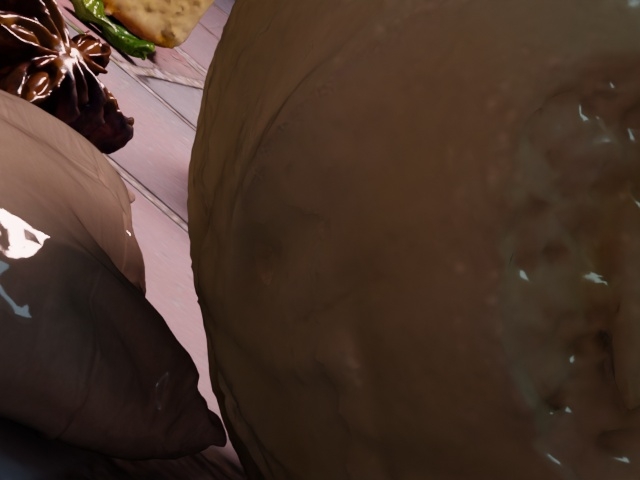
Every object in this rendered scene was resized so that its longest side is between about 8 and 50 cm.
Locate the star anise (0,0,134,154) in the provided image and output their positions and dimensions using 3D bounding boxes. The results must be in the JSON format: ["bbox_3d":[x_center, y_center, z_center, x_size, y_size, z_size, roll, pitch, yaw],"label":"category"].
[{"bbox_3d":[-0.156,-0.098,1.057,0.190,0.070,0.097,27,42,-58],"label":"star anise"}]

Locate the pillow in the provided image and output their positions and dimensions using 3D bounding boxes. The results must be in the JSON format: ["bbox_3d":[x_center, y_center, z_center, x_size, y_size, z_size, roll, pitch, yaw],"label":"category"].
[{"bbox_3d":[-0.126,-0.003,0.683,0.173,0.067,0.270,33,12,-28],"label":"pillow"}]

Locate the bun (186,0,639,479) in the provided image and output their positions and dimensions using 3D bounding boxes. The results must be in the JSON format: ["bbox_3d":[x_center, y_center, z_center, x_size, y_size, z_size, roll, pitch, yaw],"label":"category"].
[{"bbox_3d":[0.054,0.031,0.668,0.364,0.202,0.364,162,-90,-80],"label":"bun"}]

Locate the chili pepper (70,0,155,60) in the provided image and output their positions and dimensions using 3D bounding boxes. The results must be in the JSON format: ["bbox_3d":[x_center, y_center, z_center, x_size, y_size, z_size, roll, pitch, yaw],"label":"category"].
[{"bbox_3d":[-0.184,-0.187,1.502,0.091,0.034,0.030,41,42,5],"label":"chili pepper"}]

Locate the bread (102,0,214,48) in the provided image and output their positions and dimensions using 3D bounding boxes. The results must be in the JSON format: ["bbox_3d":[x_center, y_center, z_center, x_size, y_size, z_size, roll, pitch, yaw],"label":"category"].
[{"bbox_3d":[-0.202,-0.348,1.641,0.279,0.207,0.279,37,10,-21],"label":"bread"}]
